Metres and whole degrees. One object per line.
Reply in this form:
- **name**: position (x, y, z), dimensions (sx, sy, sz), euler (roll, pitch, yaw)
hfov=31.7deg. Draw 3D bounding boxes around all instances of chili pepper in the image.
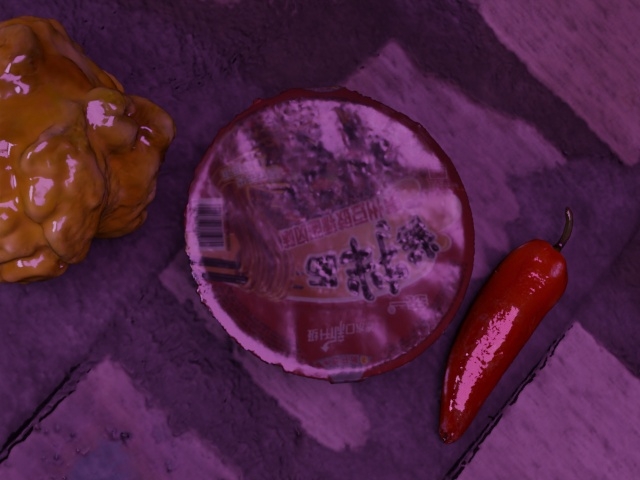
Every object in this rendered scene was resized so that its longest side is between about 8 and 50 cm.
- **chili pepper**: position (0.181, 0.075, 1.099), dimensions (0.071, 0.063, 0.272), euler (34, 74, 5)

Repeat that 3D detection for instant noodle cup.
- **instant noodle cup**: position (0.000, 0.000, 1.040), dimensions (0.274, 0.091, 0.274), euler (3, 78, -16)

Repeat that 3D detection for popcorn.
- **popcorn**: position (-0.231, -0.068, 0.955), dimensions (0.200, 0.226, 0.203), euler (-45, 138, 12)
